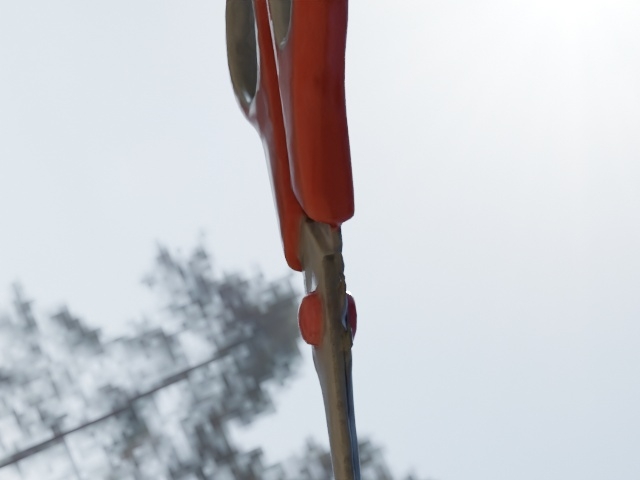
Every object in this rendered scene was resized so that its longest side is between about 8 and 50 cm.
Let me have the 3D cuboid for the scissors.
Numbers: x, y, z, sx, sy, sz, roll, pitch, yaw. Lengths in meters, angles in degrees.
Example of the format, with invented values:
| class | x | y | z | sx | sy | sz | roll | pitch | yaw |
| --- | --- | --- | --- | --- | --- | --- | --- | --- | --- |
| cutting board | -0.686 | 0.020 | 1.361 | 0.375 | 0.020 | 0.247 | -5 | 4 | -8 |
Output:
| class | x | y | z | sx | sy | sz | roll | pitch | yaw |
| --- | --- | --- | --- | --- | --- | --- | --- | --- | --- |
| scissors | 0.000 | 0.000 | 0.503 | 0.109 | 0.021 | 0.297 | 108 | -22 | -50 |
